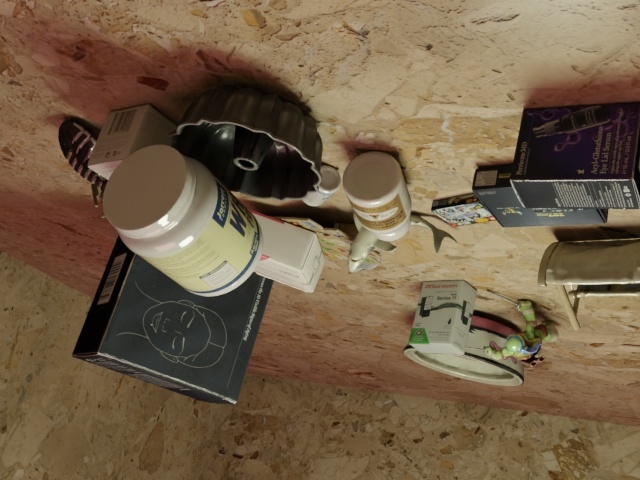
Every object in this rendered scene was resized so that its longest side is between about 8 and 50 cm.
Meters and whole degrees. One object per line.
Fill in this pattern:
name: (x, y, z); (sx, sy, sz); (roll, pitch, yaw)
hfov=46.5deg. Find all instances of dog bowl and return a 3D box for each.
dog bowl: (0.495, 0.361, 2.514); (0.408, 0.150, 0.408); (16, 163, 5)

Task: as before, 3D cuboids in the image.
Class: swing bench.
swing bench: (0.677, 0.086, 1.723); (0.253, 0.165, 0.255); (-2, 147, 39)

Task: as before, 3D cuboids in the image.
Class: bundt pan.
bundt pan: (-0.142, -0.213, 1.573); (0.331, 0.124, 0.331); (13, 160, 5)

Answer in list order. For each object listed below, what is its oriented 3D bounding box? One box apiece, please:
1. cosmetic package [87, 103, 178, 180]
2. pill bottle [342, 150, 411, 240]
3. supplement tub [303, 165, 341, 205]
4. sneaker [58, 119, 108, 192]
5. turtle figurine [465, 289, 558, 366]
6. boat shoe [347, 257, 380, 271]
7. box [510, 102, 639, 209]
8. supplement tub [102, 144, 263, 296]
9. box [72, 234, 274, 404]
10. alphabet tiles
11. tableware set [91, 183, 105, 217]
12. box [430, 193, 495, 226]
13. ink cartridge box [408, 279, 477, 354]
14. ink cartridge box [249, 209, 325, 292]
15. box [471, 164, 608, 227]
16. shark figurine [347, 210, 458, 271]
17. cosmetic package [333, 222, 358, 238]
cosmetic package: (-0.409, -0.200, 1.746); (0.151, 0.151, 0.184); (-2, 153, 38)
pill bottle: (0.137, -0.090, 1.681); (0.131, 0.131, 0.229); (7, 158, 20)
supplement tub: (-0.001, -0.129, 1.761); (0.071, 0.071, 0.107); (20, 159, -13)
sneaker: (-0.526, -0.204, 1.898); (0.281, 0.162, 0.106); (49, 124, -1)
turtle figurine: (0.585, 0.271, 2.256); (0.275, 0.197, 0.266); (11, 177, 40)
boat shoe: (0.134, 0.063, 2.198); (0.040, 0.049, 0.142); (-11, 176, -37)
box: (0.453, -0.144, 1.301); (0.207, 0.153, 0.108); (1, 155, 31)
supplement tub: (-0.292, -0.038, 1.618); (0.235, 0.235, 0.325); (4, 156, 26)
box: (-0.453, 0.219, 2.377); (0.472, 0.480, 0.297); (27, 158, -26)
alphabet tiles: (0.000, 0.000, 2.078); (0.285, 0.011, 0.342); (30, 165, -35)
tableware set: (-0.537, -0.136, 1.924); (0.128, 0.194, 0.039); (8, 134, -34)
box: (0.340, -0.070, 1.737); (0.094, 0.027, 0.137); (30, 154, -35)
ink cartridge box: (0.365, 0.227, 2.218); (0.153, 0.208, 0.087); (-6, 147, 42)
ink cartridge box: (-0.110, 0.037, 2.121); (0.207, 0.117, 0.283); (19, 167, 11)
box: (0.459, -0.093, 1.554); (0.233, 0.059, 0.183); (-1, 155, 35)
shark figurine: (0.194, -0.028, 1.892); (0.278, 0.166, 0.116); (-13, 175, 20)
cosmetic package: (0.096, -0.017, 2.016); (0.115, 0.041, 0.060); (4, 158, 26)
